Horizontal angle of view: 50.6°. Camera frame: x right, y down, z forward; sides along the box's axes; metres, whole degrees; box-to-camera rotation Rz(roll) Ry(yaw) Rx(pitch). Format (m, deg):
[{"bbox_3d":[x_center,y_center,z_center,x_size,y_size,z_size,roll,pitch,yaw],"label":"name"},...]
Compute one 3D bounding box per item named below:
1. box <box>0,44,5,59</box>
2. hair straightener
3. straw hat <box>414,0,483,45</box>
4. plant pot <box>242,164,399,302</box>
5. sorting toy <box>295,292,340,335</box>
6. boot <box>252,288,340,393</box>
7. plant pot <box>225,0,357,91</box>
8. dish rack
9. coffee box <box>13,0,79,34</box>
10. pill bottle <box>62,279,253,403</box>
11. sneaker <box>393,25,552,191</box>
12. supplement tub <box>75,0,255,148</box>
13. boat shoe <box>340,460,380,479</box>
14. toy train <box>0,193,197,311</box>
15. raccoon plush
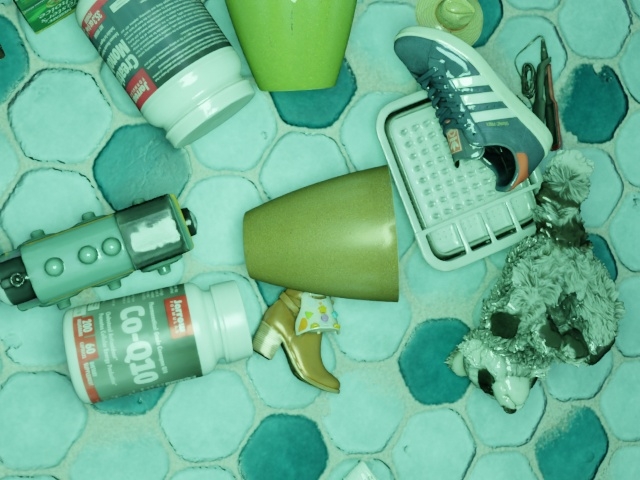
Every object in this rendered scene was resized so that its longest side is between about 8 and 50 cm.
[{"bbox_3d":[-0.622,-0.353,1.039,0.166,0.203,0.169,-25,94,-11],"label":"box"},{"bbox_3d":[0.426,-0.292,1.341,0.088,0.047,0.231,-1,89,-12],"label":"hair straightener"},{"bbox_3d":[0.259,-0.439,1.302,0.144,0.061,0.145,0,88,-12],"label":"straw hat"},{"bbox_3d":[0.000,0.000,1.170,0.254,0.237,0.237,-5,90,2],"label":"plant pot"},{"bbox_3d":[-0.003,0.126,1.195,0.083,0.045,0.075,3,60,-26],"label":"sorting toy"},{"bbox_3d":[-0.014,0.176,1.229,0.197,0.073,0.152,36,75,-15],"label":"boot"},{"bbox_3d":[-0.050,-0.408,1.153,0.274,0.275,0.294,-6,106,-12],"label":"plant pot"},{"bbox_3d":[0.268,-0.134,1.293,0.285,0.072,0.333,-22,94,-11],"label":"dish rack"},{"bbox_3d":[-0.437,-0.400,1.090,0.113,0.184,0.040,-37,99,-12],"label":"coffee box"},{"bbox_3d":[-0.265,0.160,1.127,0.283,0.161,0.162,-13,92,-12],"label":"pill bottle"},{"bbox_3d":[0.248,-0.222,1.190,0.350,0.131,0.148,38,77,-8],"label":"sneaker"},{"bbox_3d":[-0.253,-0.312,1.123,0.191,0.191,0.272,-36,96,-10],"label":"supplement tub"},{"bbox_3d":[0.148,0.510,1.242,0.258,0.095,0.084,42,85,-9],"label":"boat shoe"},{"bbox_3d":[-0.359,0.018,1.094,0.333,0.190,0.142,-19,92,-12],"label":"toy train"},{"bbox_3d":[0.399,0.094,1.251,0.216,0.299,0.447,29,66,-1],"label":"raccoon plush"}]
